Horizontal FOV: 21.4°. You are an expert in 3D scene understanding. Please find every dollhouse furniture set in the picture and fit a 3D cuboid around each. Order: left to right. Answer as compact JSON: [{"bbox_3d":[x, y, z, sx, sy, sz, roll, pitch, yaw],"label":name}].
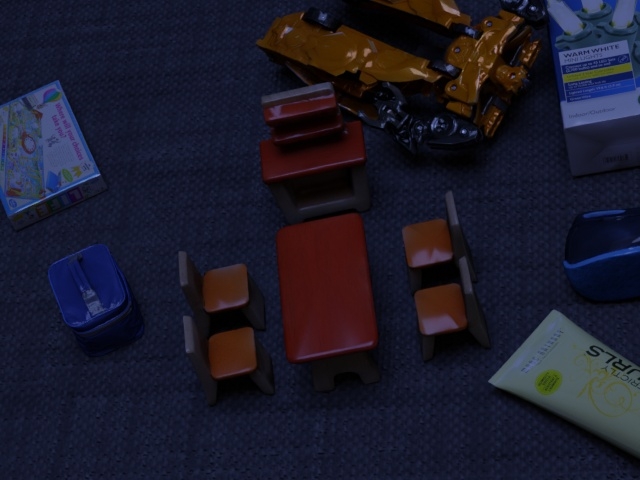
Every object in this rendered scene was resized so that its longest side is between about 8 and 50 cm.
[{"bbox_3d":[0.000,0.000,1.534,0.262,0.135,0.259,-12,51,6],"label":"dollhouse furniture set"}]

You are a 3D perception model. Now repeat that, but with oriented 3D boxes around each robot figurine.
[{"bbox_3d":[0.090,-0.198,1.676,0.291,0.085,0.211,27,84,30],"label":"robot figurine"}]

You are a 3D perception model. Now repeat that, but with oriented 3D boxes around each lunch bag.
[{"bbox_3d":[-0.214,0.051,1.598,0.067,0.065,0.098,-25,52,-5],"label":"lunch bag"}]

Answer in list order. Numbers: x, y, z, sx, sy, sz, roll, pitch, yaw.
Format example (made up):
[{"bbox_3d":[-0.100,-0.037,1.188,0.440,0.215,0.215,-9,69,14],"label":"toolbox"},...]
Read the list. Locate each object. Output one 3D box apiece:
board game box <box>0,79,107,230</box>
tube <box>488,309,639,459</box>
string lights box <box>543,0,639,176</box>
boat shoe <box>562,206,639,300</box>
[{"bbox_3d":[-0.293,-0.090,1.753,0.103,0.026,0.154,-25,51,-4],"label":"board game box"},{"bbox_3d":[0.257,0.140,1.409,0.070,0.062,0.240,-7,30,-46],"label":"tube"},{"bbox_3d":[0.290,-0.192,1.641,0.133,0.076,0.259,-10,51,9],"label":"string lights box"},{"bbox_3d":[0.340,-0.017,1.477,0.258,0.109,0.089,-4,49,10],"label":"boat shoe"}]
